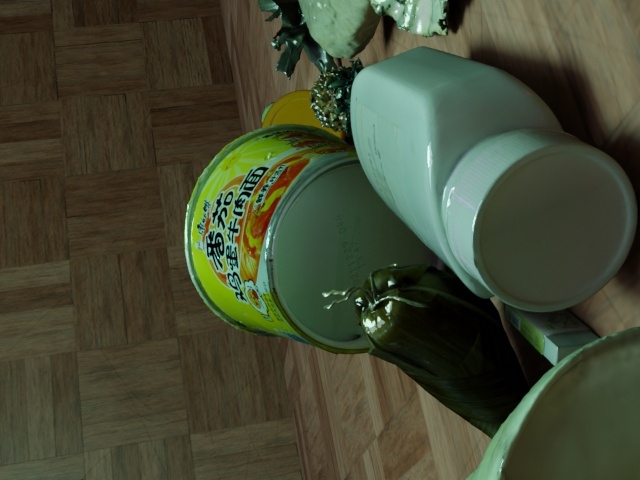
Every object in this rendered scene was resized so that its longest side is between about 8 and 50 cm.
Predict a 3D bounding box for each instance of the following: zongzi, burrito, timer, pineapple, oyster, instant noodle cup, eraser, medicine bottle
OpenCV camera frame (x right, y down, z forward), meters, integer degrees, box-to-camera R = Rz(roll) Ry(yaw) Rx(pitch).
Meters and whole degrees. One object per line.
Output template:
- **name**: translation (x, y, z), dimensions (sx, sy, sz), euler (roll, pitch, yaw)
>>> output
- **zongzi**: translation (0.106, 0.103, 0.620), dimensions (0.184, 0.084, 0.187), euler (61, -161, 20)
- **burrito**: translation (0.036, -0.324, 0.864), dimensions (0.299, 0.105, 0.143), euler (118, 139, -72)
- **timer**: translation (-0.010, -0.157, 1.310), dimensions (0.152, 0.132, 0.132), euler (19, -118, -75)
- **pineapple**: translation (0.040, -0.172, 1.025), dimensions (0.221, 0.083, 0.103), euler (-141, 32, -76)
- **oyster**: translation (0.081, -0.253, 0.739), dimensions (0.133, 0.072, 0.209), euler (43, 175, 13)
- **instant noodle cup**: translation (0.000, 0.000, 0.897), dimensions (0.200, 0.264, 0.264), euler (-164, 66, -66)
- **eraser**: translation (0.165, 0.063, 0.586), dimensions (0.083, 0.038, 0.019), euler (-124, 33, -68)
- **pineapple**: translation (-0.055, -0.407, 1.281), dimensions (0.165, 0.166, 0.364), euler (94, 156, -51)
- **medicine bottle**: translation (0.109, -0.052, 0.613), dimensions (0.296, 0.111, 0.161), euler (-118, 7, -70)

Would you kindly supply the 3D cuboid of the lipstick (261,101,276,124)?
- **lipstick**: translation (-0.062, -0.205, 1.645), dimensions (0.304, 0.076, 0.076), euler (-118, 23, -62)

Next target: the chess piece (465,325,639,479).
- **chess piece**: translation (0.149, 0.172, 0.450), dimensions (0.330, 0.182, 0.182), euler (90, 170, -70)

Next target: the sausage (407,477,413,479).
- **sausage**: translation (0.130, 0.372, 1.063), dimensions (0.034, 0.034, 0.129), euler (99, 161, -61)
